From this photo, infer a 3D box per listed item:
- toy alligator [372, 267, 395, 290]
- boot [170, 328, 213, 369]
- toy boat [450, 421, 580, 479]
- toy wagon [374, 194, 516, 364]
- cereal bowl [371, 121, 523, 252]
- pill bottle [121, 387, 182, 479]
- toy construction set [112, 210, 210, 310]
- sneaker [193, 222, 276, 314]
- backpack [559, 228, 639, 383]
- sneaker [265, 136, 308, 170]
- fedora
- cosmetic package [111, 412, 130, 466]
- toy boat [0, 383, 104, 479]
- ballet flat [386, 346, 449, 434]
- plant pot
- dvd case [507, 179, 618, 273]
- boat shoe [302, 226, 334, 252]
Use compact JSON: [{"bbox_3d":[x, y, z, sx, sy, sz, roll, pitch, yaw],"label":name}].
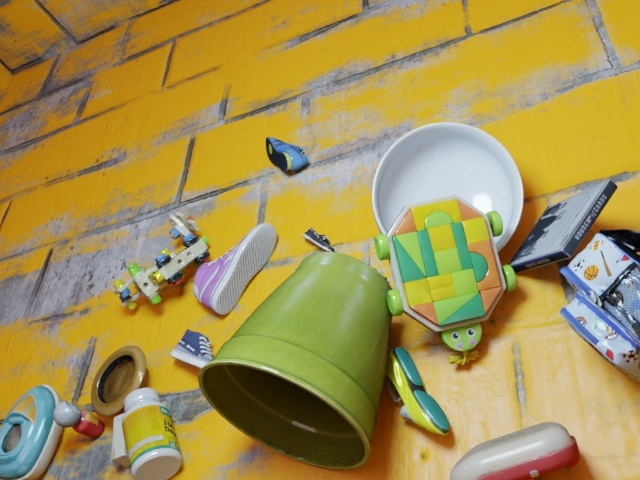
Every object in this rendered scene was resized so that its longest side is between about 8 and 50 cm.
[{"bbox_3d":[0.132,0.094,1.558,0.051,0.056,0.189,-19,29,-42],"label":"toy alligator"},{"bbox_3d":[-0.303,0.282,1.661,0.190,0.069,0.086,12,66,39],"label":"boot"},{"bbox_3d":[0.347,0.419,1.132,0.231,0.151,0.151,-24,76,14],"label":"toy boat"},{"bbox_3d":[0.268,0.083,1.342,0.267,0.068,0.344,-12,82,-6],"label":"toy wagon"},{"bbox_3d":[0.286,-0.090,1.499,0.339,0.141,0.339,-1,79,7],"label":"cereal bowl"},{"bbox_3d":[-0.409,0.460,1.556,0.117,0.117,0.208,-35,45,3],"label":"pill bottle"},{"bbox_3d":[-0.440,0.061,1.878,0.215,0.151,0.328,-17,35,57],"label":"toy construction set"},{"bbox_3d":[-0.249,0.054,1.788,0.161,0.102,0.282,22,70,44],"label":"sneaker"},{"bbox_3d":[0.557,0.117,1.153,0.213,0.276,0.263,-41,41,16],"label":"backpack"},{"bbox_3d":[-0.104,-0.265,1.980,0.082,0.069,0.209,-14,30,-22],"label":"sneaker"},{"bbox_3d":[-0.514,0.375,1.713,0.194,0.079,0.194,-18,53,25],"label":"fedora"},{"bbox_3d":[-0.482,0.494,1.616,0.041,0.060,0.115,-25,45,15],"label":"cosmetic package"},{"bbox_3d":[-0.729,0.487,1.709,0.318,0.148,0.267,-16,49,21],"label":"toy boat"},{"bbox_3d":[0.187,0.322,1.340,0.077,0.077,0.231,-50,39,19],"label":"ballet flat"},{"bbox_3d":[-0.007,0.223,1.363,0.366,0.366,0.353,2,46,33],"label":"plant pot"},{"bbox_3d":[0.486,-0.022,1.332,0.029,0.239,0.179,39,77,-1],"label":"dvd case"},{"bbox_3d":[0.000,0.000,1.715,0.038,0.046,0.125,-52,38,-7],"label":"boat shoe"}]
